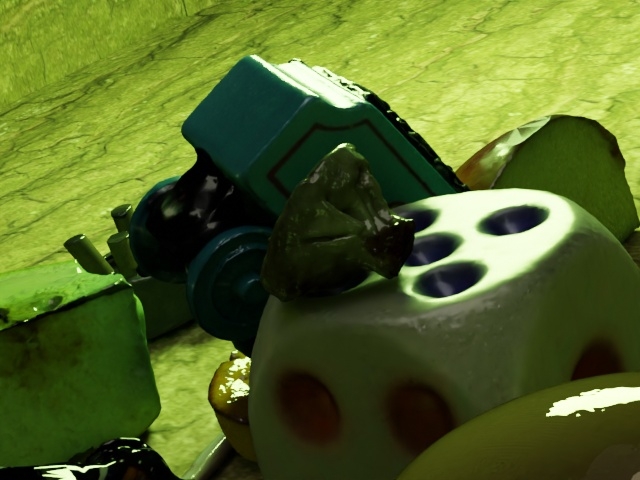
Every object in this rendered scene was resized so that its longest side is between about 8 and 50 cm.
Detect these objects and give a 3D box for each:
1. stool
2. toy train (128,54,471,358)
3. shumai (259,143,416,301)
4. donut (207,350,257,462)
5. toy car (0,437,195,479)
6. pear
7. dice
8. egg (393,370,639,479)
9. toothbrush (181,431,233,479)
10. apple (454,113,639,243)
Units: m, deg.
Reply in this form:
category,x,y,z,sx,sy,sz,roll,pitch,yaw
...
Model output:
category,x,y,z,sx,sy,sz,roll,pitch,yaw
stool,-0.199,0.031,1.837,0.228,0.139,0.153,-18,21,3
toy train,0.000,0.000,1.362,0.265,0.300,0.188,-49,35,-3
shumai,0.020,0.000,1.097,0.087,0.124,0.099,31,15,14
donut,-0.025,0.157,1.462,0.162,0.065,0.178,3,23,16
toy car,-0.224,0.241,1.202,0.301,0.118,0.193,-2,22,-23
pear,-0.332,0.141,1.604,0.286,0.176,0.282,-22,18,-28
dice,0.107,0.123,1.170,0.251,0.259,0.243,1,24,41
egg,0.174,0.220,0.794,0.374,0.301,0.301,-15,14,48
toothbrush,-0.139,0.240,1.383,0.025,0.029,0.307,-10,20,29
apple,0.210,-0.009,1.605,0.346,0.179,0.254,-34,-10,-41
